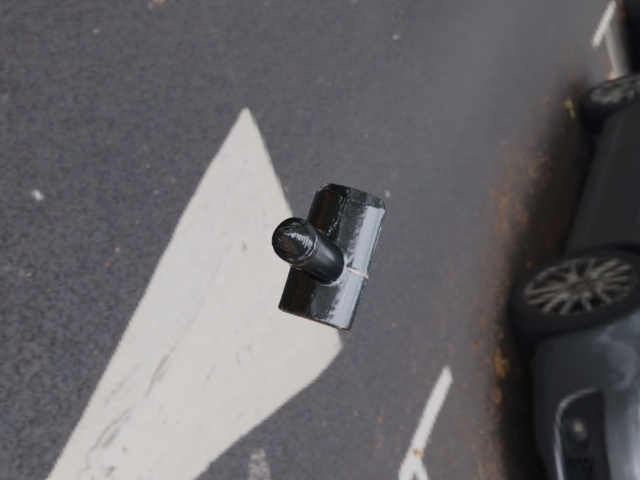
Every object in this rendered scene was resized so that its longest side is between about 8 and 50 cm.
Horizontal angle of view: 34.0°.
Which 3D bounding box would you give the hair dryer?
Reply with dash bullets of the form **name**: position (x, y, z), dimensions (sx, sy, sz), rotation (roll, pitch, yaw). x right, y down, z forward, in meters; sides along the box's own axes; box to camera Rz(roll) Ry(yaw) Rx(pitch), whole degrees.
- **hair dryer**: position (0.000, 0.000, 1.288), dimensions (0.352, 0.107, 0.189), rotation (46, 61, -77)
